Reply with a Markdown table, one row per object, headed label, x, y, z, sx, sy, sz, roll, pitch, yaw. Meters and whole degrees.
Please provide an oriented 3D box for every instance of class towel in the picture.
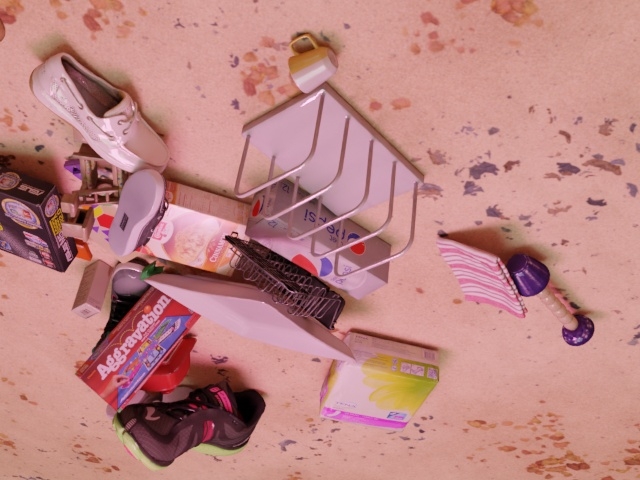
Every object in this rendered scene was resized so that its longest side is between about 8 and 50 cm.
| label | x | y | z | sx | sy | sz | roll | pitch | yaw |
| --- | --- | --- | --- | --- | --- | --- | --- | --- | --- |
| towel | 0.312 | 0.074 | 1.777 | 0.144 | 0.029 | 0.197 | 19 | 155 | 43 |

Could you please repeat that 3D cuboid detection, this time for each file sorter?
| label | x | y | z | sx | sy | sz | roll | pitch | yaw |
| --- | --- | --- | --- | --- | --- | --- | --- | --- | --- |
| file sorter | 0.014 | -0.090 | 1.566 | 0.193 | 0.173 | 0.277 | -24 | 131 | 35 |

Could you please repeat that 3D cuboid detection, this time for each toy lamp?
| label | x | y | z | sx | sy | sz | roll | pitch | yaw |
| --- | --- | --- | --- | --- | --- | --- | --- | --- | --- |
| toy lamp | 0.455 | 0.116 | 1.819 | 0.080 | 0.080 | 0.274 | -21 | 135 | 34 |

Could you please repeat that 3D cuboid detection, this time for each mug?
| label | x | y | z | sx | sy | sz | roll | pitch | yaw |
| --- | --- | --- | --- | --- | --- | --- | --- | --- | --- |
| mug | -0.012 | -0.274 | 1.425 | 0.064 | 0.062 | 0.078 | -22 | 140 | 24 |

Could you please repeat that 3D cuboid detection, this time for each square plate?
| label | x | y | z | sx | sy | sz | roll | pitch | yaw |
| --- | --- | --- | --- | --- | --- | --- | --- | --- | --- |
| square plate | -0.139 | 0.153 | 1.912 | 0.347 | 0.049 | 0.344 | 7 | 159 | 39 |

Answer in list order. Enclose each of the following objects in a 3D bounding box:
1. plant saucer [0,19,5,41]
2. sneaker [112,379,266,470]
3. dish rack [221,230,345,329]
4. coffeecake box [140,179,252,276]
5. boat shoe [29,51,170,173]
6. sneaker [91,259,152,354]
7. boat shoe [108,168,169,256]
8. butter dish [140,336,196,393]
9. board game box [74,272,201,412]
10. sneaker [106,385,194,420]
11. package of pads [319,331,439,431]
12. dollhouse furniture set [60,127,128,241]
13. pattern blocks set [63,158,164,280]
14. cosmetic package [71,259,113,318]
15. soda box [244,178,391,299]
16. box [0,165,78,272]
| label | x | y | z | sx | sy | sz | roll | pitch | yaw |
| --- | --- | --- | --- | --- | --- | --- | --- | --- | --- |
| plant saucer | -0.553 | -0.345 | 1.484 | 0.083 | 0.015 | 0.083 | 6 | 142 | 5 |
| sneaker | -0.309 | 0.420 | 2.212 | 0.202 | 0.185 | 0.483 | -51 | 155 | 18 |
| dish rack | -0.075 | 0.074 | 1.719 | 0.208 | 0.074 | 0.271 | 35 | -174 | 23 |
| coffeecake box | -0.235 | -0.022 | 1.763 | 0.185 | 0.068 | 0.142 | 16 | 131 | -16 |
| boat shoe | -0.354 | -0.210 | 1.549 | 0.096 | 0.098 | 0.277 | -26 | 129 | 38 |
| sneaker | -0.430 | 0.188 | 2.016 | 0.124 | 0.178 | 0.295 | 10 | 140 | -2 |
| boat shoe | -0.311 | -0.052 | 1.644 | 0.080 | 0.076 | 0.228 | 51 | 136 | 19 |
| butter dish | -0.374 | 0.308 | 2.163 | 0.160 | 0.160 | 0.118 | -5 | 116 | 17 |
| board game box | -0.385 | 0.220 | 1.971 | 0.027 | 0.281 | 0.145 | 20 | 154 | 45 |
| sneaker | -0.430 | 0.469 | 2.448 | 0.268 | 0.101 | 0.153 | -8 | 137 | 18 |
| package of pads | 0.127 | 0.336 | 2.158 | 0.229 | 0.101 | 0.296 | 13 | 142 | -7 |
| dollhouse furniture set | -0.391 | -0.115 | 1.615 | 0.101 | 0.161 | 0.182 | 8 | 136 | -1 |
| pattern blocks set | -0.408 | -0.040 | 1.825 | 0.285 | 0.026 | 0.325 | -19 | 129 | 24 |
| cosmetic package | -0.491 | 0.105 | 1.976 | 0.060 | 0.115 | 0.041 | -25 | 132 | 38 |
| soda box | 0.000 | 0.000 | 1.748 | 0.286 | 0.098 | 0.091 | 31 | 138 | -27 |
| box | -0.618 | -0.060 | 1.781 | 0.270 | 0.060 | 0.216 | 19 | 145 | 12 |
